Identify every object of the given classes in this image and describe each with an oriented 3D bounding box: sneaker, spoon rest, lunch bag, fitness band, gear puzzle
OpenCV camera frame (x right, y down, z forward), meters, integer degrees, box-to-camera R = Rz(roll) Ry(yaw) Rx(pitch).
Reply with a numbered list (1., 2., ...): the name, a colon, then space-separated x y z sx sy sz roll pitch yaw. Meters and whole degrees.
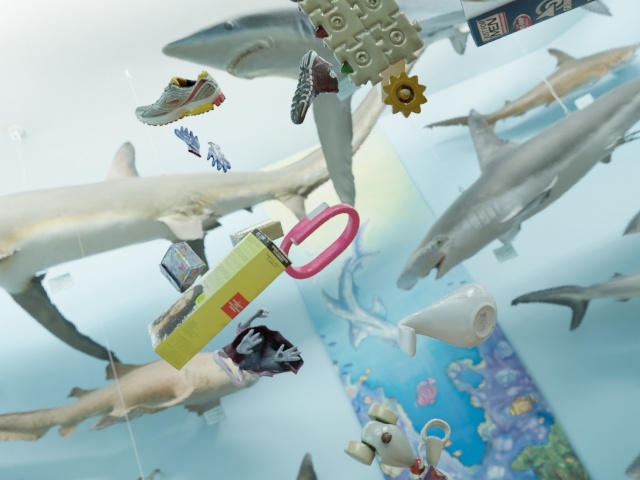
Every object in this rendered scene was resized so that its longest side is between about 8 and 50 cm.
1. sneaker: -0.336 -0.335 1.176 0.226 0.088 0.092 -14 -58 15
2. sneaker: -0.007 -0.546 1.863 0.163 0.281 0.106 15 -5 -30
3. spoon rest: 0.256 0.164 1.011 0.277 0.137 0.084 -7 12 -34
4. lunch bag: -0.278 0.057 0.989 0.083 0.071 0.053 -51 -16 29
5. fitness band: 0.000 0.000 1.549 0.291 0.054 0.209 -40 -39 -9
6. gear puzzle: 0.090 -0.374 0.928 0.176 0.338 0.044 -34 -1 -10

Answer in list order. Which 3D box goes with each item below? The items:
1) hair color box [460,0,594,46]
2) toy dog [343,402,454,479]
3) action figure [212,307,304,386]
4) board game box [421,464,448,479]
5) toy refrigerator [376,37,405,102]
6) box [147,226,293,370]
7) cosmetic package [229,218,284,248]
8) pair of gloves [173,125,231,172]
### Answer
1. hair color box: 0.363 -0.435 0.707 0.348 0.173 0.105 -16 -10 24
2. toy dog: 0.236 0.569 1.335 0.334 0.220 0.161 17 -19 -12
3. action figure: -0.207 0.379 1.593 0.276 0.248 0.370 -36 2 -29
4. board game box: 0.118 0.585 0.902 0.347 0.056 0.208 -27 -35 -54
5. toy refrigerator: 0.241 -0.613 1.708 0.094 0.102 0.269 -9 -41 1
6. box: -0.155 0.084 0.771 0.232 0.087 0.058 -43 -61 -8
7. cosmetic package: -0.151 -0.012 1.194 0.115 0.041 0.060 -25 22 -29
8. pair of gloves: -0.373 -0.290 1.595 0.198 0.159 0.023 25 -64 -39
